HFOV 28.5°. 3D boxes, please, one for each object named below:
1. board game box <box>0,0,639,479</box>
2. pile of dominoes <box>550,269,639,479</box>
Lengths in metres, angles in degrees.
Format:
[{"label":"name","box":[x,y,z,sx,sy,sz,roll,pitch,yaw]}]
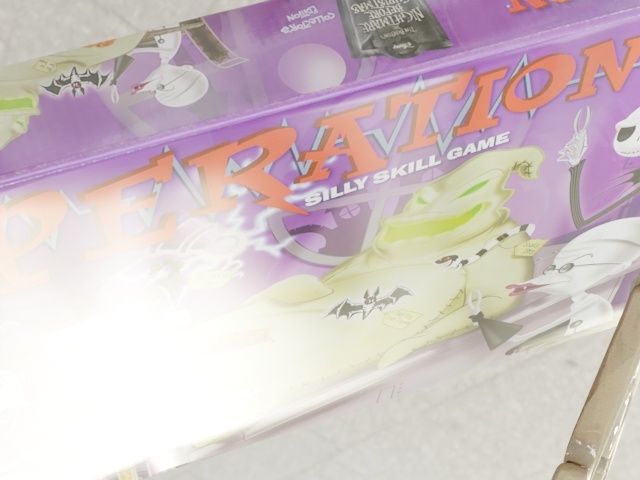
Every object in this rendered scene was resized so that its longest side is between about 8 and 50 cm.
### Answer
[{"label":"board game box","box":[0.000,0.000,0.431,0.208,0.347,0.056,90,160,-53]},{"label":"pile of dominoes","box":[0.052,0.127,0.413,0.040,0.196,0.251,21,148,17]}]
